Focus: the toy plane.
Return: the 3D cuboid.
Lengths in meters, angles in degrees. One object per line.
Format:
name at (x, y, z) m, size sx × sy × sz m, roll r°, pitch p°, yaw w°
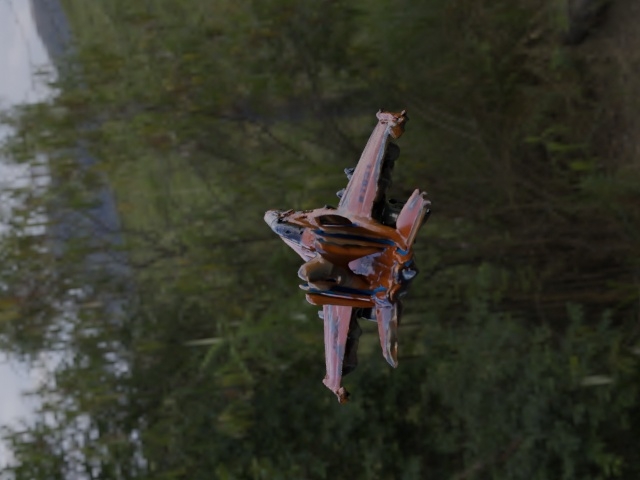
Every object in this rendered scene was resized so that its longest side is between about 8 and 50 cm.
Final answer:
toy plane at (0.011, 0.002, 0.579) m, size 0.188 × 0.062 × 0.135 m, roll -147°, pitch 68°, yaw -78°
